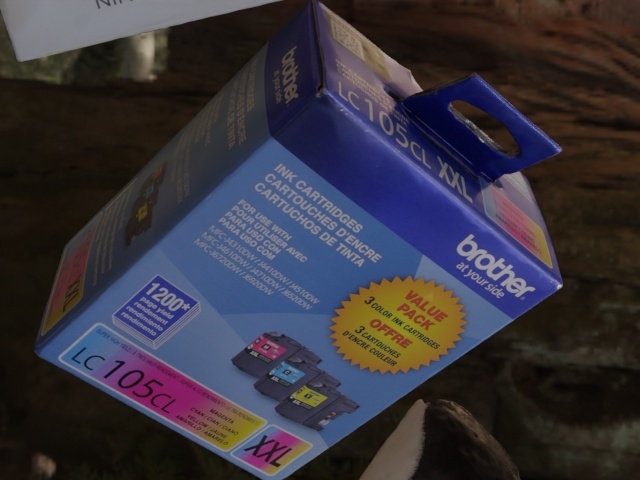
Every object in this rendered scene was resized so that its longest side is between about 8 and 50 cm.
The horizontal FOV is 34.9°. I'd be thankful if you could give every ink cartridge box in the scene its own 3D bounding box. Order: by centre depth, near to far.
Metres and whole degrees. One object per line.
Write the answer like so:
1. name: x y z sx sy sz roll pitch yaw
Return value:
1. ink cartridge box: 0.000 0.000 0.826 0.270 0.395 0.151 35 -152 -28

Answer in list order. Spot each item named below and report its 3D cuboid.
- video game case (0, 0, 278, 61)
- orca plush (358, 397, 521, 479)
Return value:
1. video game case: -0.068 -0.211 0.438 0.210 0.232 0.042 -10 -161 12
2. orca plush: 0.009 0.204 0.363 0.102 0.287 0.151 28 159 23
